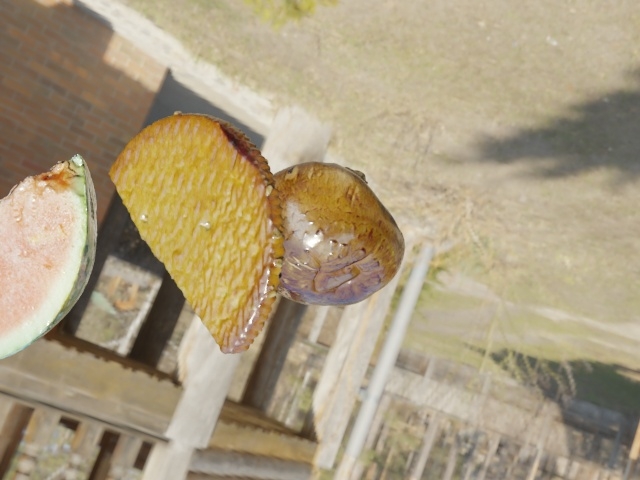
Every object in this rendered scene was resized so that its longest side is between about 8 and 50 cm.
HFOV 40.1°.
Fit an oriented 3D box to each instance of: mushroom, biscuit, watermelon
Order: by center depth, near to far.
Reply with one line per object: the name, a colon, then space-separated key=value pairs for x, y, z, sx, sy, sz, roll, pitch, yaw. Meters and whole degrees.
biscuit: x=-0.083 y=-0.023 z=0.653 sx=0.025 sy=0.126 sz=0.206 roll=8 pitch=-143 yaw=-52
watermelon: x=-0.287 y=0.028 z=0.924 sx=0.128 sy=0.231 sz=0.146 roll=52 pitch=-172 yaw=4
mushroom: x=0.004 y=0.010 z=1.104 sx=0.231 sy=0.194 sz=0.138 roll=40 pitch=-165 yaw=-42
